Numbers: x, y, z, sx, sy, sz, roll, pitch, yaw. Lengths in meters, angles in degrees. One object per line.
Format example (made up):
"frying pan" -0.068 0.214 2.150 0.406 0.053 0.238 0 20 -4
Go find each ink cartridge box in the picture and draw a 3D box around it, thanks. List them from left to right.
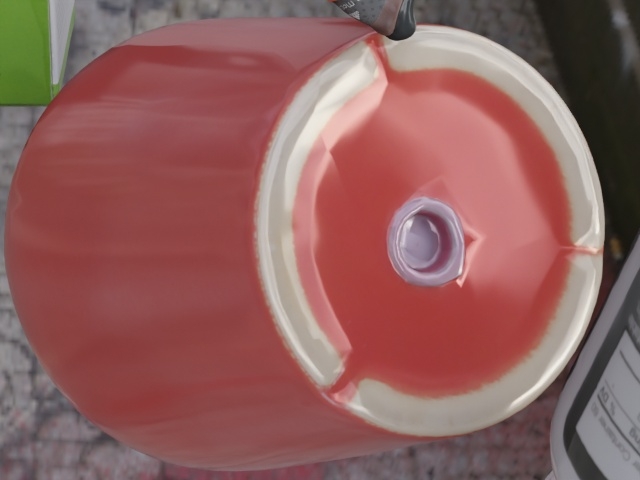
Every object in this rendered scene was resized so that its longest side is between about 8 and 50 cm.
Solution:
"ink cartridge box" -0.223 -0.240 1.108 0.097 0.255 0.189 -2 26 -4

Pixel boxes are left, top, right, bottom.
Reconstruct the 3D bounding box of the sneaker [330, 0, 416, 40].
"sneaker" 0.053 -0.155 0.756 0.065 0.061 0.158 42 68 -20

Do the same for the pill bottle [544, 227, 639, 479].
"pill bottle" 0.186 0.051 0.631 0.161 0.283 0.161 13 33 -9

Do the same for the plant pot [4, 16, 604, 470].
"plant pot" 0.000 0.000 0.864 0.275 0.243 0.275 1 88 -28
